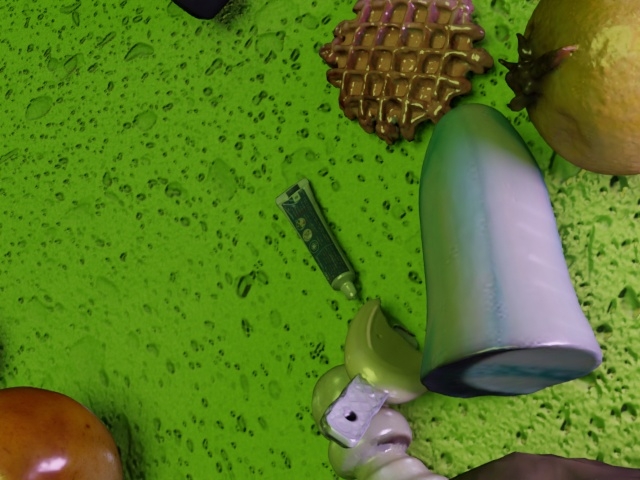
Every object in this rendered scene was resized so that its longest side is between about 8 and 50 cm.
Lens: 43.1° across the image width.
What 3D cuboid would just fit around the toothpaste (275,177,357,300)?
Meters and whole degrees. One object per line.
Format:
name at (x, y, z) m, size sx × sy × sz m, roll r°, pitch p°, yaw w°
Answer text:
toothpaste at (0.000, 0.000, 1.075) m, size 0.057 × 0.035 × 0.197 m, roll -35°, pitch 59°, yaw 9°

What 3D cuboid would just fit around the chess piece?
chess piece at (0.064, 0.251, 0.922) m, size 0.133 × 0.133 × 0.243 m, roll -42°, pitch 55°, yaw 15°

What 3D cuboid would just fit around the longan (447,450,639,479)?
longan at (0.250, 0.372, 0.617) m, size 0.436 × 0.404 × 0.403 m, roll -3°, pitch 76°, yaw 24°

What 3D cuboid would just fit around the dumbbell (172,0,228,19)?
dumbbell at (-0.134, -0.507, 1.186) m, size 0.322 × 0.204 × 0.203 m, roll -43°, pitch 60°, yaw 14°

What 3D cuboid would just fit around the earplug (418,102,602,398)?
earplug at (0.181, -0.006, 0.898) m, size 0.185 × 0.185 × 0.324 m, roll -19°, pitch 62°, yaw 26°

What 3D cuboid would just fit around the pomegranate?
pomegranate at (-0.396, 0.330, 1.098) m, size 0.264 × 0.264 × 0.264 m, roll -8°, pitch 73°, yaw 29°

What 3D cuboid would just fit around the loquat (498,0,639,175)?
loquat at (0.307, -0.178, 0.819) m, size 0.244 × 0.244 × 0.243 m, roll -8°, pitch 73°, yaw 29°

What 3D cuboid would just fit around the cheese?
cheese at (0.059, 0.152, 0.901) m, size 0.127 × 0.235 × 0.049 m, roll 36°, pitch 120°, yaw 10°

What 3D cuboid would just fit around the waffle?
waffle at (0.108, -0.241, 1.059) m, size 0.221 × 0.055 × 0.234 m, roll -35°, pitch 63°, yaw 19°
